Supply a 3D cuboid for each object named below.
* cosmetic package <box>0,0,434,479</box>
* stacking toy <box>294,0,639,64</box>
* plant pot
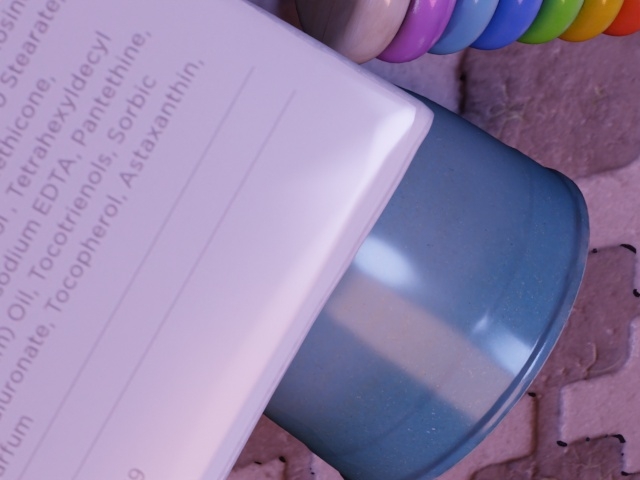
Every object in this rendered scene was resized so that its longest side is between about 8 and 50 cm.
[{"bbox_3d":[-0.200,-0.027,0.817,0.394,0.329,0.327,30,94,-4],"label":"cosmetic package"},{"bbox_3d":[0.153,-0.183,1.099,0.330,0.141,0.141,0,127,-26],"label":"stacking toy"},{"bbox_3d":[0.000,0.000,1.111,0.255,0.271,0.271,33,112,-20],"label":"plant pot"}]
